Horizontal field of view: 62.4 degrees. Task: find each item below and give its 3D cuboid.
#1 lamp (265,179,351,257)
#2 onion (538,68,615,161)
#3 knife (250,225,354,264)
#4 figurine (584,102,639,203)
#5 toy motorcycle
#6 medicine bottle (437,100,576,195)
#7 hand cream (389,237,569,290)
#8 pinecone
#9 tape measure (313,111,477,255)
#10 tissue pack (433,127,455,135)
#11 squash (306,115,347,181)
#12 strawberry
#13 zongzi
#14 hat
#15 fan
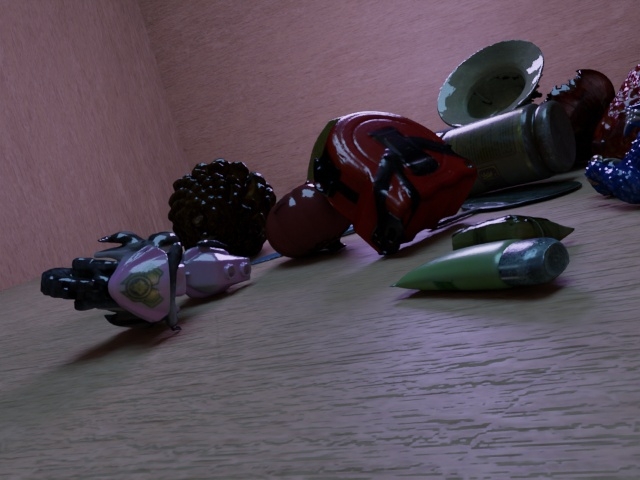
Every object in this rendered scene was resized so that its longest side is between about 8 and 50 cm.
[{"bbox_3d":[-0.014,-0.034,0.984,0.182,0.140,0.182,-30,-3,-2],"label":"lamp"},{"bbox_3d":[0.575,-0.245,1.215,0.272,0.195,0.272,-33,-21,-14],"label":"onion"},{"bbox_3d":[0.000,0.000,1.117,0.313,0.019,0.044,-19,12,-10],"label":"knife"},{"bbox_3d":[0.459,-0.110,0.704,0.164,0.121,0.262,-54,1,0],"label":"figurine"},{"bbox_3d":[-0.223,0.057,0.784,0.188,0.143,0.327,0,1,33],"label":"toy motorcycle"},{"bbox_3d":[0.349,-0.178,1.118,0.322,0.151,0.151,-11,9,45],"label":"medicine bottle"},{"bbox_3d":[0.163,0.028,0.548,0.095,0.046,0.175,-23,5,-37],"label":"hand cream"},{"bbox_3d":[-0.211,-0.072,1.222,0.246,0.246,0.292,-13,7,14],"label":"pinecone"},{"bbox_3d":[0.115,-0.113,0.892,0.253,0.260,0.114,-26,-31,-37],"label":"tape measure"},{"bbox_3d":[0.387,-0.226,1.391,0.246,0.159,0.136,-22,12,-39],"label":"tissue pack"},{"bbox_3d":[0.037,-0.189,1.436,0.189,0.260,0.189,-17,11,3],"label":"squash"},{"bbox_3d":[0.647,-0.245,1.042,0.244,0.205,0.205,-35,7,5],"label":"strawberry"},{"bbox_3d":[0.226,-0.002,0.631,0.113,0.052,0.104,-5,-5,-35],"label":"zongzi"},{"bbox_3d":[0.419,-0.332,1.248,0.257,0.130,0.257,-25,46,29],"label":"hat"},{"bbox_3d":[0.353,-0.074,0.973,0.223,0.012,0.294,-8,12,37],"label":"fan"}]
